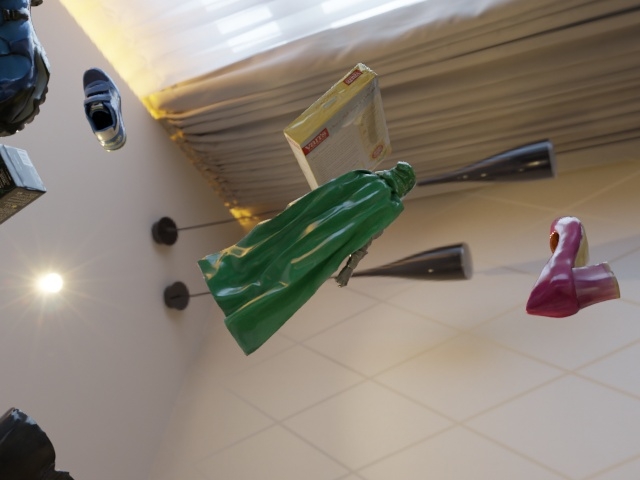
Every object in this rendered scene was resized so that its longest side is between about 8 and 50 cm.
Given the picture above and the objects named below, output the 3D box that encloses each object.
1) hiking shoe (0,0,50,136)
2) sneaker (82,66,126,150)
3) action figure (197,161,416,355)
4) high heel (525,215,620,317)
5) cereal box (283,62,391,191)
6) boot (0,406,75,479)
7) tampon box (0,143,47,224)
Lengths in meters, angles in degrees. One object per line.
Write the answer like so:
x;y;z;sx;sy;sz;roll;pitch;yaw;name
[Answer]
-0.360;-0.250;0.634;0.132;0.113;0.304;82;179;-66;hiking shoe
-0.347;-0.216;0.957;0.059;0.053;0.144;70;179;-78;sneaker
0.000;0.000;0.592;0.137;0.232;0.063;53;180;37;action figure
0.334;0.035;0.873;0.244;0.117;0.082;-80;-28;-62;high heel
0.040;-0.171;1.051;0.173;0.047;0.240;-43;-26;-8;cereal box
-0.585;0.382;0.818;0.445;0.146;0.366;-36;-61;-45;boot
-0.720;-0.118;1.330;0.120;0.161;0.101;60;-171;9;tampon box
